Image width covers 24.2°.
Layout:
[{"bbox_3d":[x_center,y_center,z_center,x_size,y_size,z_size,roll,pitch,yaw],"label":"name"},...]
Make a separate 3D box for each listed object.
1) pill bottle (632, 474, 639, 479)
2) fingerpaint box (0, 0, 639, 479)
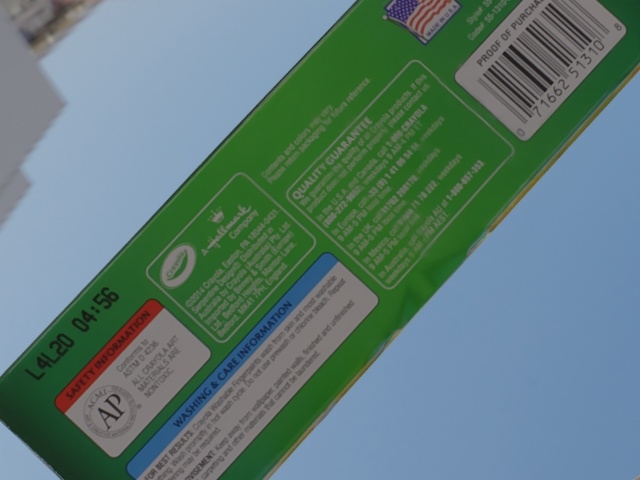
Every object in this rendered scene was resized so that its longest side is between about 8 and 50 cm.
[{"bbox_3d":[0.411,0.381,1.310,0.229,0.407,0.229,-30,156,-15],"label":"pill bottle"},{"bbox_3d":[0.000,0.000,1.032,0.445,0.163,0.371,-47,177,-7],"label":"fingerpaint box"}]
